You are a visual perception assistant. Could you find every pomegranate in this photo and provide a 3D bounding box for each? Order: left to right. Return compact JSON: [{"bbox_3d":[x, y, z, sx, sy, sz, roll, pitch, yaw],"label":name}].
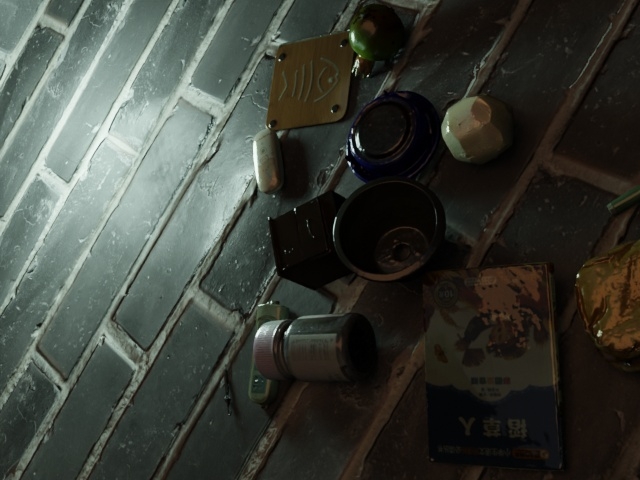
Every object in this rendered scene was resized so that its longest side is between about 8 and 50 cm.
[{"bbox_3d":[0.141,-0.538,2.110,0.159,0.159,0.205,47,126,36],"label":"pomegranate"}]

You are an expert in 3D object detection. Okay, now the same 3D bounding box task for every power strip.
[{"bbox_3d":[-0.140,0.298,2.058,0.080,0.048,0.286,-3,74,34],"label":"power strip"}]

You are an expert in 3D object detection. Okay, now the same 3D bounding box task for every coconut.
[{"bbox_3d":[0.380,-0.264,1.838,0.162,0.161,0.161,-27,60,34],"label":"coconut"}]

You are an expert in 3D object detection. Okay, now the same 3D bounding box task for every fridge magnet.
[{"bbox_3d":[0.179,-0.263,1.998,0.265,0.113,0.265,-11,69,29],"label":"fridge magnet"}]

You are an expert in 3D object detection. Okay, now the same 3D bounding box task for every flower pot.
[{"bbox_3d":[0.179,0.000,1.855,0.269,0.166,0.269,-9,62,18],"label":"flower pot"}]

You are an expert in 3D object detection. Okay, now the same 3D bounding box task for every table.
[{"bbox_3d":[0.000,0.000,1.988,0.193,0.172,0.169,-24,61,26],"label":"table"}]

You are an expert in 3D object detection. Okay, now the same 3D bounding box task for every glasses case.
[{"bbox_3d":[-0.150,-0.227,2.246,0.081,0.051,0.204,-24,62,27],"label":"glasses case"}]

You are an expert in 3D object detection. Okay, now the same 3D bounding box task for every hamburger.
[{"bbox_3d":[0.652,0.121,1.527,0.283,0.144,0.259,-19,60,32],"label":"hamburger"}]

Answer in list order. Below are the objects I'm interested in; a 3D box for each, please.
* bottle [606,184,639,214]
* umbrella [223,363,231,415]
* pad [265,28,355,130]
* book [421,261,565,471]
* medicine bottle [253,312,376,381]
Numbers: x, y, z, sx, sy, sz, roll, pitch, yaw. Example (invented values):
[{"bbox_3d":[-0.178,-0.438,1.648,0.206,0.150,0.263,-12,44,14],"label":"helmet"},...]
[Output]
[{"bbox_3d":[0.654,-0.086,1.667,0.083,0.030,0.030,-33,58,22],"label":"bottle"},{"bbox_3d":[-0.253,0.404,2.115,0.022,0.022,0.149,-46,43,41],"label":"umbrella"},{"bbox_3d":[-0.029,-0.462,2.272,0.284,0.018,0.286,-2,74,33],"label":"pad"},{"bbox_3d":[0.366,0.268,1.686,0.300,0.039,0.428,-7,81,32],"label":"book"},{"bbox_3d":[-0.014,0.264,1.912,0.273,0.165,0.165,-7,70,34],"label":"medicine bottle"}]
